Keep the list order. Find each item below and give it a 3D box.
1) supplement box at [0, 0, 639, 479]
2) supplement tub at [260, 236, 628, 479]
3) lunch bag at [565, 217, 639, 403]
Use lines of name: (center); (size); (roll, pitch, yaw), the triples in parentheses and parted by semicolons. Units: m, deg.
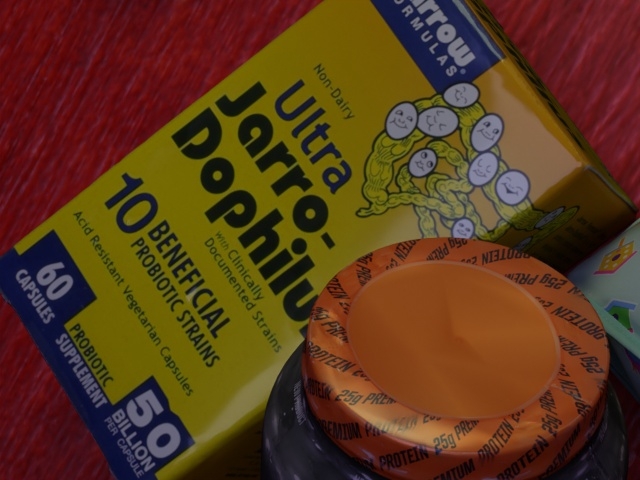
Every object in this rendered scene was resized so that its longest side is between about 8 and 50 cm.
supplement box: (0.000, 0.000, 1.238); (0.356, 0.195, 0.194); (-38, 73, 10)
supplement tub: (0.066, 0.174, 1.101); (0.207, 0.338, 0.207); (2, 43, -2)
lunch bag: (0.283, 0.033, 1.133); (0.223, 0.160, 0.262); (-41, 33, -2)
